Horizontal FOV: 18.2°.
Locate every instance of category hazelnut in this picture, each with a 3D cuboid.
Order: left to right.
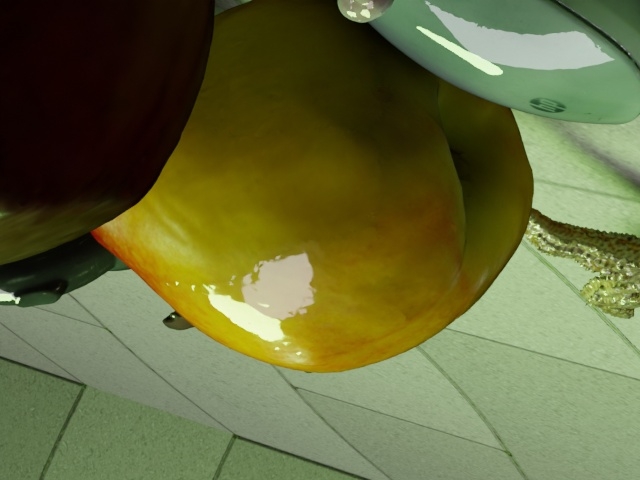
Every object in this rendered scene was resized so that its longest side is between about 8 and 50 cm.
[{"bbox_3d":[-0.245,-0.170,1.257,0.353,0.421,0.421,36,162,-22],"label":"hazelnut"}]

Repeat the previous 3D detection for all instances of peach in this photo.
[{"bbox_3d":[-0.010,-0.046,1.517,0.308,0.289,0.289,-11,146,33],"label":"peach"}]

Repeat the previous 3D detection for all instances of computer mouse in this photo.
[{"bbox_3d":[0.098,-0.157,1.360,0.288,0.097,0.159,23,167,7],"label":"computer mouse"}]

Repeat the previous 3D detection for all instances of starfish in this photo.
[{"bbox_3d":[0.317,0.020,1.628,0.293,0.084,0.301,12,159,37],"label":"starfish"}]

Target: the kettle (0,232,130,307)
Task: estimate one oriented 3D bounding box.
[{"bbox_3d":[-0.246,-0.073,1.691,0.290,0.268,0.207,46,158,23],"label":"kettle"}]

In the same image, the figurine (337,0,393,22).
[{"bbox_3d":[-0.013,-0.232,1.161,0.186,0.176,0.287,13,174,3],"label":"figurine"}]

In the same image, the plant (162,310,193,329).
[{"bbox_3d":[-0.046,0.033,2.060,0.234,0.204,0.178,19,158,-19],"label":"plant"}]
